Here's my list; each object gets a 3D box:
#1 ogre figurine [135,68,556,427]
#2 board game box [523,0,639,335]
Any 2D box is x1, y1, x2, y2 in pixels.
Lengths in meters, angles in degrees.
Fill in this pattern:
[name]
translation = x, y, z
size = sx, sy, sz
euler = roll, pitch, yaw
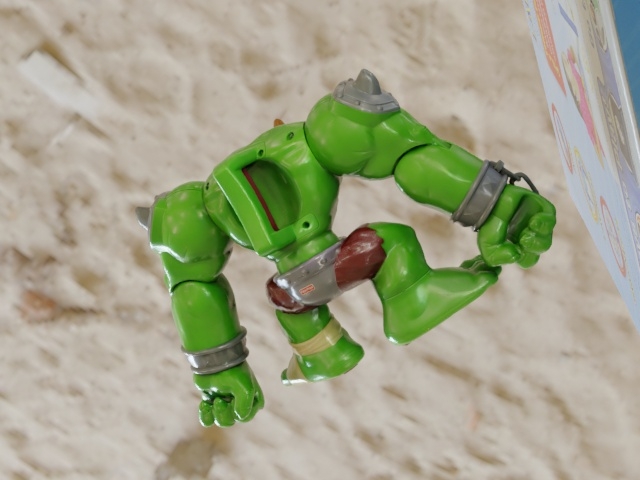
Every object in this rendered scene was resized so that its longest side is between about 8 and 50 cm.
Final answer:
[ogre figurine]
translation = 0.000, 0.000, 0.745
size = 0.197, 0.097, 0.118
euler = -25, 103, 42
[board game box]
translation = 0.155, -0.104, 0.752
size = 0.086, 0.302, 0.308
euler = -16, 116, 4
